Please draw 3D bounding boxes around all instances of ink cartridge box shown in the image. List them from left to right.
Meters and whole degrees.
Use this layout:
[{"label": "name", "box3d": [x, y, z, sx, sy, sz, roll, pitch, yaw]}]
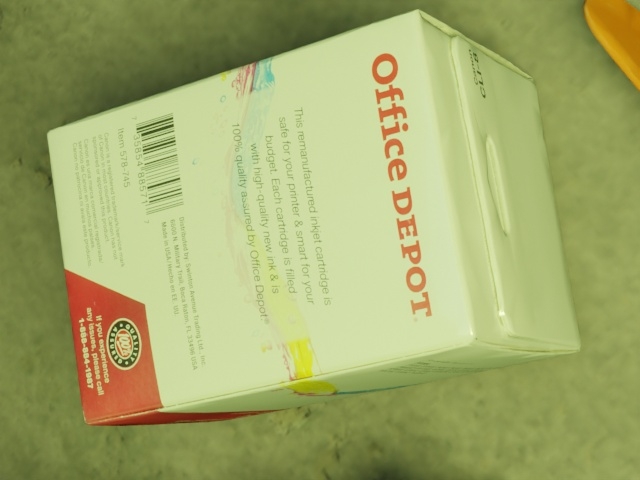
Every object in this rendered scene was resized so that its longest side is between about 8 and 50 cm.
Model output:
[{"label": "ink cartridge box", "box3d": [0.000, 0.000, 0.595, 0.176, 0.127, 0.128, -14, 78, 27]}]

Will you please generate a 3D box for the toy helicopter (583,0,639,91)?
[{"label": "toy helicopter", "box3d": [0.201, -0.025, 0.471, 0.235, 0.140, 0.355, -28, 54, 50]}]
